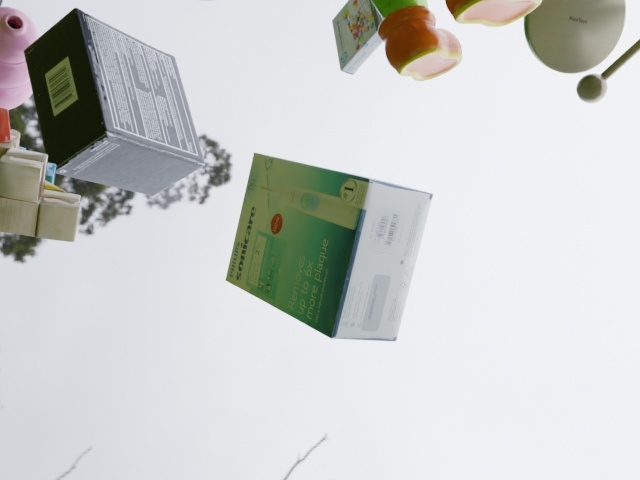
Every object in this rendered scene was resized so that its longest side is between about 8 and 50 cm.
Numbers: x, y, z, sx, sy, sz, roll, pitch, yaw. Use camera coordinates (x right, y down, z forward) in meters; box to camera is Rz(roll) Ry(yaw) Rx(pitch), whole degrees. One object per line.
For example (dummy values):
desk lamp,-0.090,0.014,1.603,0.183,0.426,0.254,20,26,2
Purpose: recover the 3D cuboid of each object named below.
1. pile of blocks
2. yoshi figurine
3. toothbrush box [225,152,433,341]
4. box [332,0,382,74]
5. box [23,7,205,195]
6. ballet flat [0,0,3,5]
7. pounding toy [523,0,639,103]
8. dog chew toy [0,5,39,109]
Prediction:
pile of blocks,-0.406,-0.124,0.817,0.362,0.149,0.113,25,-65,16
yoshi figurine,0.092,-0.359,0.711,0.203,0.203,0.363,-22,-98,-2
toothbrush box,0.000,0.000,1.026,0.295,0.126,0.217,22,-80,52
box,0.096,-0.458,1.431,0.186,0.038,0.145,-40,-130,48
box,-0.434,-0.278,1.481,0.182,0.294,0.297,-26,-109,26
ballet flat,-0.190,-0.111,0.334,0.057,0.049,0.173,24,-55,-8
pounding toy,0.439,-0.372,1.214,0.183,0.236,0.110,-52,-159,6
dog chew toy,-0.768,-0.445,1.660,0.331,0.206,0.207,-23,-102,53
